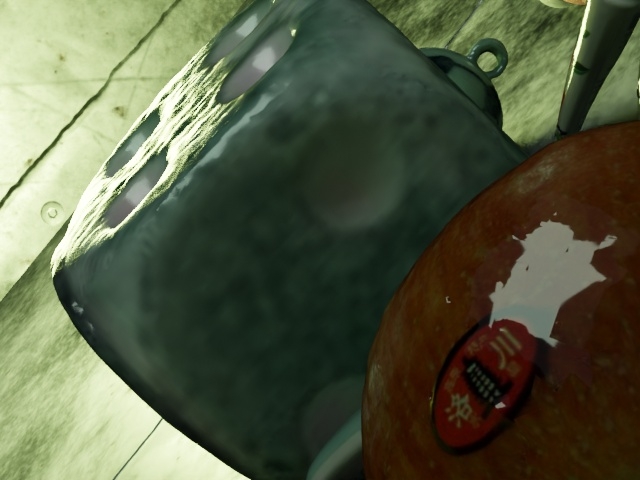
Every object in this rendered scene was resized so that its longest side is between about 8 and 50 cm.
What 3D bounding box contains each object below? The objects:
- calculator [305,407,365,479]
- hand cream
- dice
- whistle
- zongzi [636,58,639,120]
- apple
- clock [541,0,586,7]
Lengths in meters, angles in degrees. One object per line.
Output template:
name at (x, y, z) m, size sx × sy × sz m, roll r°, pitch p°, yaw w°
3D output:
calculator at (0.111, 0.116, 1.036) m, size 0.295 × 0.184 × 0.042 m, roll -40°, pitch 57°, yaw 29°
hand cream at (0.241, -0.153, 1.318) m, size 0.234 × 0.050 × 0.080 m, roll 103°, pitch -171°, yaw -46°
dice at (0.000, 0.000, 1.247) m, size 0.348 × 0.330 × 0.328 m, roll -44°, pitch 19°, yaw 8°
whistle at (0.089, -0.094, 1.506) m, size 0.290 × 0.163 × 0.163 m, roll -48°, pitch 19°, yaw 0°
zongzi at (0.357, -0.190, 1.161) m, size 0.251 × 0.125 × 0.274 m, roll -35°, pitch 25°, yaw 54°
apple at (0.169, 0.096, 0.799) m, size 0.250 × 0.277 × 0.309 m, roll -94°, pitch 22°, yaw -46°
clock at (0.306, -0.312, 1.578) m, size 0.166 × 0.093 × 0.162 m, roll -47°, pitch 10°, yaw 5°
